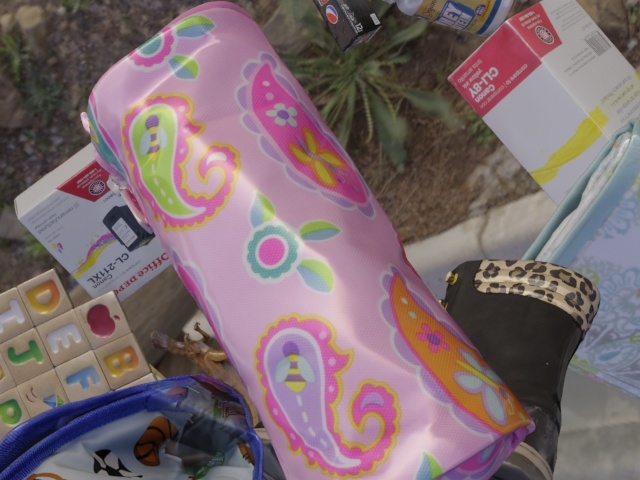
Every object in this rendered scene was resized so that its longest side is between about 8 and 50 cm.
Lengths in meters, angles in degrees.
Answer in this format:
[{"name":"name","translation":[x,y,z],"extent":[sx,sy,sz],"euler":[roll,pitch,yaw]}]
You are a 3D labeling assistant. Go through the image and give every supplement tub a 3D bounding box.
[{"name":"supplement tub","translation":[0.210,-0.429,1.479],"extent":[0.200,0.144,0.144],"euler":[13,131,-10]}]

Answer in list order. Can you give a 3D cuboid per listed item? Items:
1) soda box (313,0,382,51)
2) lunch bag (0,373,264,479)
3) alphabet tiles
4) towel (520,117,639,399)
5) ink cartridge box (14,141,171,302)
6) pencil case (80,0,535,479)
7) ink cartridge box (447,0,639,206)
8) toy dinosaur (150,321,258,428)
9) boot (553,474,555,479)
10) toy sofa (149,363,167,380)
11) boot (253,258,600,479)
[{"name":"soda box","translation":[0.023,-0.376,1.360],"extent":[0.169,0.053,0.060],"euler":[61,153,4]},{"name":"lunch bag","translation":[-0.190,0.320,0.687],"extent":[0.239,0.385,0.327],"euler":[24,119,6]},{"name":"alphabet tiles","translation":[-0.373,0.210,1.142],"extent":[0.343,0.011,0.285],"euler":[-25,89,9]},{"name":"towel","translation":[0.437,0.052,1.161],"extent":[0.321,0.090,0.374],"euler":[23,130,-6]},{"name":"ink cartridge box","translation":[-0.276,-0.016,1.134],"extent":[0.127,0.072,0.175],"euler":[-38,121,-3]},{"name":"pencil case","translation":[-0.017,0.013,0.459],"extent":[0.284,0.124,0.124],"euler":[56,134,21]},{"name":"ink cartridge box","translation":[0.443,-0.213,1.537],"extent":[0.384,0.279,0.160],"euler":[50,131,4]},{"name":"toy dinosaur","translation":[-0.134,0.174,1.248],"extent":[0.211,0.064,0.112],"euler":[37,108,2]},{"name":"boot","translation":[0.170,0.279,1.084],"extent":[0.095,0.203,0.262],"euler":[121,132,-76]},{"name":"toy sofa","translation":[-0.289,0.325,1.449],"extent":[0.177,0.150,0.362],"euler":[43,157,-3]},{"name":"boot","translation":[0.110,0.160,0.973],"extent":[0.377,0.284,0.138],"euler":[-14,121,44]}]
